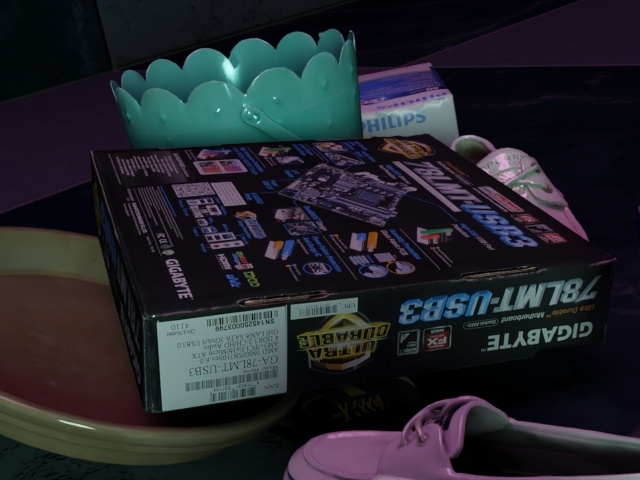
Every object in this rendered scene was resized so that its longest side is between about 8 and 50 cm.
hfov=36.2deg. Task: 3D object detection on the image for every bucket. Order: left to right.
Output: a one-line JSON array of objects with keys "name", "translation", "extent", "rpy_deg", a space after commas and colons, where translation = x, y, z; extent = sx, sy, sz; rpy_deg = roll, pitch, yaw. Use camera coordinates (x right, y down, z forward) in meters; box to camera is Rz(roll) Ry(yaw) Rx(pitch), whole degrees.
[{"name": "bucket", "translation": [-0.076, -0.112, 1.065], "extent": [0.281, 0.183, 0.281], "rpy_deg": [-10, 20, 4]}]

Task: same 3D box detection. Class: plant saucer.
[{"name": "plant saucer", "translation": [-0.148, 0.065, 0.651], "extent": [0.278, 0.041, 0.278], "rpy_deg": [18, 17, -6]}]

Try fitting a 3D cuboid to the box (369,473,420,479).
[{"name": "box", "translation": [0.065, 0.156, 0.230], "extent": [0.130, 0.170, 0.091], "rpy_deg": [0, 23, 30]}]

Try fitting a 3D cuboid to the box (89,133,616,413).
[{"name": "box", "translation": [0.000, 0.000, 0.694], "extent": [0.293, 0.073, 0.295], "rpy_deg": [-4, 24, -18]}]

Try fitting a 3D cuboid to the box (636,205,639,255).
[{"name": "box", "translation": [0.232, 0.049, 0.498], "extent": [0.126, 0.137, 0.072], "rpy_deg": [-6, 18, 14]}]

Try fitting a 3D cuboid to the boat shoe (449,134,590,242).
[{"name": "boat shoe", "translation": [0.154, -0.030, 0.831], "extent": [0.098, 0.096, 0.277], "rpy_deg": [-12, 19, -7]}]

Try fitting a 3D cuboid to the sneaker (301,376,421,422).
[{"name": "sneaker", "translation": [0.025, 0.104, 0.631], "extent": [0.083, 0.031, 0.035], "rpy_deg": [-4, 33, 33]}]

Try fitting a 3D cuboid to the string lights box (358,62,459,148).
[{"name": "string lights box", "translation": [0.100, -0.169, 1.294], "extent": [0.133, 0.076, 0.259], "rpy_deg": [-10, 19, 4]}]

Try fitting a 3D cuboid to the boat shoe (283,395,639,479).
[{"name": "boat shoe", "translation": [0.077, 0.113, 0.495], "extent": [0.226, 0.075, 0.083], "rpy_deg": [1, 22, 32]}]
